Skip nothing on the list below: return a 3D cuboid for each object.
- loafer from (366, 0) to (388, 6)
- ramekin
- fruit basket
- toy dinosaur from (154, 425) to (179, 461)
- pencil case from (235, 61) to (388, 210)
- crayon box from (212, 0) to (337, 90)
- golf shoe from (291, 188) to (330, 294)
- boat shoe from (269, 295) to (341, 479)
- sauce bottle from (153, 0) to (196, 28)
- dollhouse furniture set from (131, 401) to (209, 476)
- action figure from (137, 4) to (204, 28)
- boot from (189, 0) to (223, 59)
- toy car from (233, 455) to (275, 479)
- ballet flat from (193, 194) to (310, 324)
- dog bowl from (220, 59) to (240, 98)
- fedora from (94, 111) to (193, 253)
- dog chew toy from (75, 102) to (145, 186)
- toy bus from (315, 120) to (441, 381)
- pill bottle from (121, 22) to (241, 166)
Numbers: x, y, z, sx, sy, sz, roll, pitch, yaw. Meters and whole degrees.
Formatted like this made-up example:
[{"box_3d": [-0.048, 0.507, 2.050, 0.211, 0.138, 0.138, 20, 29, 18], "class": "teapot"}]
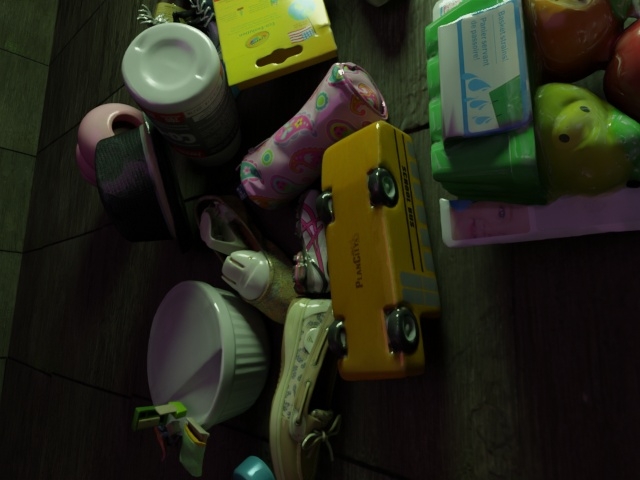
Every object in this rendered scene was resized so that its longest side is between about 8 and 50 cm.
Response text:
[{"box_3d": [0.065, -0.535, 0.725, 0.112, 0.111, 0.320, -27, 64, 37], "class": "loafer"}, {"box_3d": [-0.209, 0.217, 0.826, 0.272, 0.127, 0.273, -11, 74, 42], "class": "ramekin"}, {"box_3d": [0.279, -0.168, 0.419, 0.352, 0.165, 0.327, -8, 76, 39], "class": "fruit basket"}, {"box_3d": [-0.352, 0.420, 0.961, 0.082, 0.090, 0.047, 35, 126, -4], "class": "toy dinosaur"}, {"box_3d": [-0.022, -0.165, 0.729, 0.284, 0.124, 0.124, -35, 59, 33], "class": "pencil case"}, {"box_3d": [-0.092, -0.416, 0.813, 0.202, 0.081, 0.319, -16, 67, 7], "class": "crayon box"}, {"box_3d": [0.000, 0.000, 0.726, 0.085, 0.067, 0.186, -3, 70, 9], "class": "golf shoe"}, {"box_3d": [-0.012, 0.228, 0.653, 0.089, 0.104, 0.286, 0, 79, 21], "class": "boat shoe"}, {"box_3d": [-0.388, -0.598, 1.169, 0.111, 0.111, 0.345, 19, 95, 44], "class": "sauce bottle"}, {"box_3d": [-0.250, 0.321, 0.717, 0.151, 0.058, 0.076, 18, 96, 43], "class": "dollhouse furniture set"}, {"box_3d": [-0.373, -0.494, 1.051, 0.164, 0.141, 0.276, 34, 78, 32], "class": "action figure"}, {"box_3d": [-0.239, -0.477, 0.918, 0.069, 0.086, 0.190, -27, 64, 36], "class": "boot"}, {"box_3d": [-0.107, 0.514, 0.660, 0.210, 0.219, 0.238, -3, 109, 42], "class": "toy car"}, {"box_3d": [-0.149, 0.026, 0.817, 0.123, 0.123, 0.349, -55, 50, 20], "class": "ballet flat"}, {"box_3d": [-0.222, -0.413, 1.001, 0.297, 0.074, 0.166, -51, 52, 25], "class": "dog bowl"}, {"box_3d": [-0.392, -0.118, 0.950, 0.334, 0.152, 0.334, 164, 90, -76], "class": "fedora"}, {"box_3d": [-0.599, -0.250, 1.250, 0.331, 0.206, 0.207, -20, 68, 48], "class": "dog chew toy"}, {"box_3d": [0.080, 0.012, 0.591, 0.108, 0.130, 0.333, -19, 69, 39], "class": "toy bus"}, {"box_3d": [-0.244, -0.255, 0.835, 0.161, 0.283, 0.162, 0, 78, 0], "class": "pill bottle"}]
